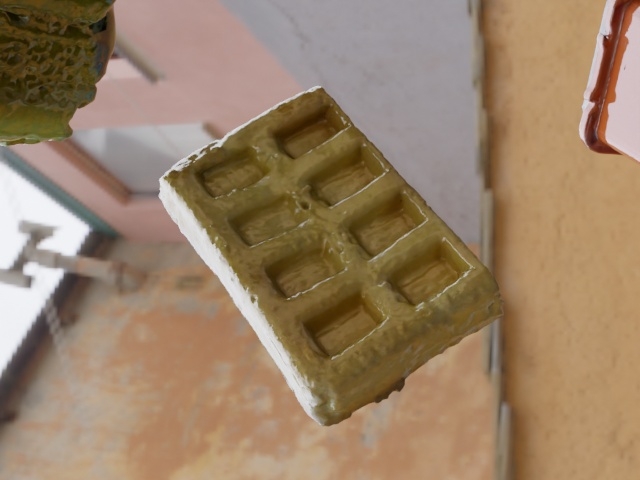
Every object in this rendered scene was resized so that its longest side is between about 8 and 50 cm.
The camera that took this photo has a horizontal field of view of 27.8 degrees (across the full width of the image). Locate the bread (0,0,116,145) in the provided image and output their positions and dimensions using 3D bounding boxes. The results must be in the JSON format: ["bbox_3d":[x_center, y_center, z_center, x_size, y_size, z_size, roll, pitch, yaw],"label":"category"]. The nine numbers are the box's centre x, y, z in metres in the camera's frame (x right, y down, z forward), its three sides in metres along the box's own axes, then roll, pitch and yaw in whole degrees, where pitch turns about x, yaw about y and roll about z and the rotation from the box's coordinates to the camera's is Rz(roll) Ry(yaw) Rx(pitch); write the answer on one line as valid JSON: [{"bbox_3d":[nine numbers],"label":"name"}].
[{"bbox_3d":[-0.332,-0.203,0.973,0.376,0.208,0.251,-4,-48,-56],"label":"bread"}]

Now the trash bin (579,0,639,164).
[{"bbox_3d":[0.339,-0.131,1.102,0.239,0.161,0.184,-115,31,-66],"label":"trash bin"}]

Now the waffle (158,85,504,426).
[{"bbox_3d":[0.000,0.000,1.009,0.168,0.274,0.057,-29,-33,-15],"label":"waffle"}]
